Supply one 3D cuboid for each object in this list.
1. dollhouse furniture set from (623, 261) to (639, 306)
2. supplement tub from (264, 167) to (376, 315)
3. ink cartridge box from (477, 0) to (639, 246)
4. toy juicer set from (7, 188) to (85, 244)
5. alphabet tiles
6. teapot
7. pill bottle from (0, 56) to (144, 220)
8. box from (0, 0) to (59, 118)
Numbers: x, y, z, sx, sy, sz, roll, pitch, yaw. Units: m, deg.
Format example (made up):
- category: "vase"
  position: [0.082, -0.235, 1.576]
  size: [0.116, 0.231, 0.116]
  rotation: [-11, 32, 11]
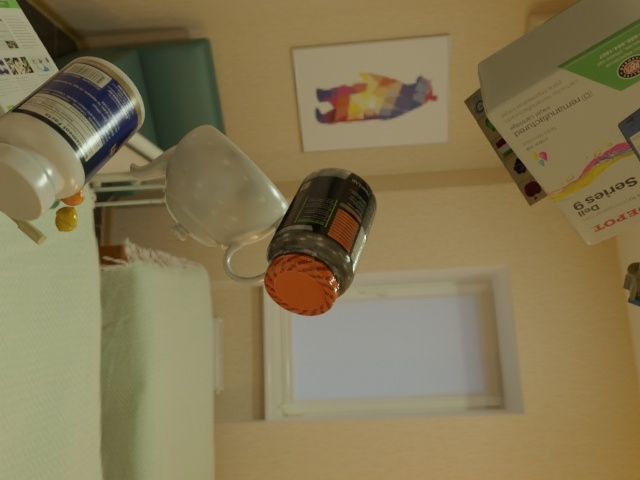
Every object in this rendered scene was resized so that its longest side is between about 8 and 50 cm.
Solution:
- category: "dollhouse furniture set"
  position: [0.741, -0.005, 1.102]
  size: [0.198, 0.303, 0.286]
  rotation: [-37, 131, -35]
- category: "supplement tub"
  position: [0.000, 0.000, 0.796]
  size: [0.190, 0.117, 0.117]
  rotation: [-65, 156, -45]
- category: "ink cartridge box"
  position: [0.274, -0.112, 0.578]
  size: [0.212, 0.154, 0.093]
  rotation: [41, 36, -31]
- category: "toy juicer set"
  position: [-0.660, -0.104, 1.464]
  size: [0.209, 0.329, 0.089]
  rotation: [53, 39, -5]
- category: "alphabet tiles"
  position: [0.340, -0.186, 0.868]
  size: [0.237, 0.009, 0.198]
  rotation: [-38, -101, 49]
- category: "teapot"
  position: [-0.192, -0.069, 1.111]
  size: [0.252, 0.187, 0.256]
  rotation: [48, -7, -33]
- category: "pill bottle"
  position: [-0.408, -0.162, 0.951]
  size: [0.153, 0.153, 0.265]
  rotation: [82, 26, -44]
- category: "box"
  position: [-0.682, -0.400, 1.287]
  size: [0.322, 0.058, 0.232]
  rotation: [62, 22, -10]
